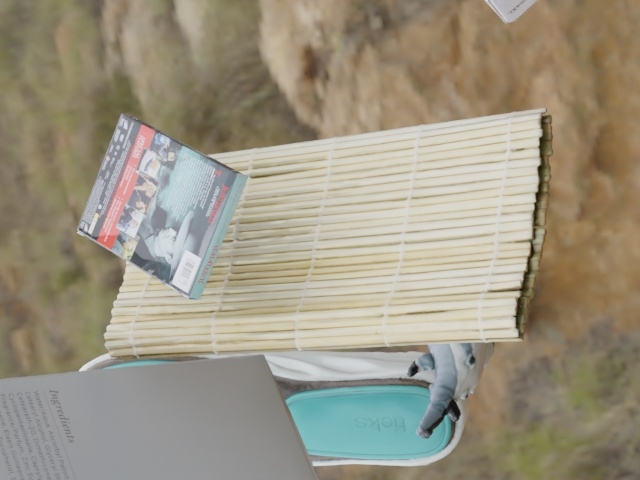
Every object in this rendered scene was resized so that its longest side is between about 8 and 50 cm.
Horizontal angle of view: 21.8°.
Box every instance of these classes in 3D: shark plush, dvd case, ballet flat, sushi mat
[{"bbox_3d":[0.109,0.116,1.469,0.073,0.067,0.161,72,-153,-51],"label":"shark plush"},{"bbox_3d":[-0.104,-0.023,1.078,0.119,0.013,0.087,28,99,40],"label":"dvd case"},{"bbox_3d":[-0.047,0.160,1.679,0.139,0.400,0.139,1,-90,-78],"label":"ballet flat"},{"bbox_3d":[0.000,0.000,1.082,0.019,0.316,0.151,39,-127,-49],"label":"sushi mat"}]

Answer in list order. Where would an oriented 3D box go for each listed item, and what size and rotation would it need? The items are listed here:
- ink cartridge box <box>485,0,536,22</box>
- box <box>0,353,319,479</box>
[{"bbox_3d":[0.187,-0.363,1.813,0.203,0.148,0.086,51,-171,24],"label":"ink cartridge box"},{"bbox_3d":[-0.195,0.216,1.163,0.215,0.345,0.168,-53,52,42],"label":"box"}]
